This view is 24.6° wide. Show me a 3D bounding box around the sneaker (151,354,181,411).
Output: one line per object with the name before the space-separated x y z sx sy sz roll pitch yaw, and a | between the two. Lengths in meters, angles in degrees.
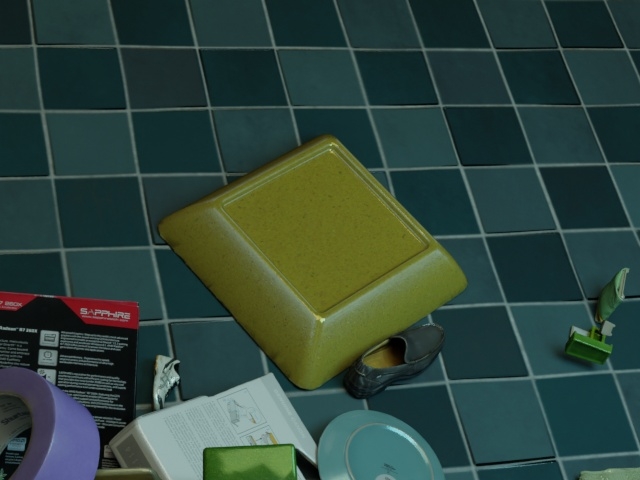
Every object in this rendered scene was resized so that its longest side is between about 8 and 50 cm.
sneaker | -0.198 0.184 1.890 0.037 0.032 0.083 9 52 -9

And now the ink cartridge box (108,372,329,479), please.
ink cartridge box | -0.080 0.322 1.767 0.261 0.066 0.296 -13 66 -54

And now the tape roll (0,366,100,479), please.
tape roll | -0.338 0.238 1.593 0.189 0.080 0.189 -19 50 24

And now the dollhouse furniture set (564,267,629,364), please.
dollhouse furniture set | 0.390 0.104 2.093 0.058 0.076 0.152 20 52 -1

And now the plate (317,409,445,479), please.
plate | 0.084 0.292 1.868 0.188 0.024 0.188 18 46 -20

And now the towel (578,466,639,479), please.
towel | 0.400 0.360 1.914 0.110 0.027 0.148 -7 49 -5

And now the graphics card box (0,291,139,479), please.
graphics card box | -0.339 0.239 1.768 0.232 0.094 0.371 5 52 -13

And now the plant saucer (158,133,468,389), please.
plant saucer | 0.000 0.000 2.057 0.333 0.081 0.333 -31 66 -32

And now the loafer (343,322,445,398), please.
loafer | 0.109 0.153 1.983 0.170 0.061 0.062 -31 66 -33

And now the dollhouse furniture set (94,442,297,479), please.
dollhouse furniture set | -0.173 0.333 1.564 0.301 0.151 0.198 -3 73 -3
